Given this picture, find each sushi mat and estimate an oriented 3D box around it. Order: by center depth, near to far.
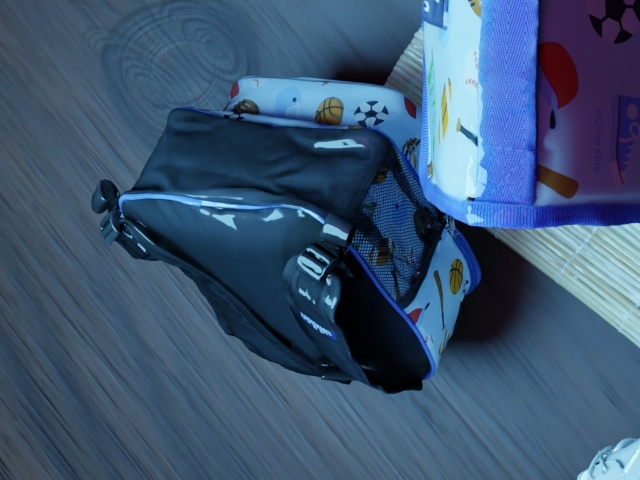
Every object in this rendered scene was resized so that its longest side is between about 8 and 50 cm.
[{"bbox_3d":[0.185,-0.059,1.639,0.316,0.019,0.151,38,114,15],"label":"sushi mat"}]

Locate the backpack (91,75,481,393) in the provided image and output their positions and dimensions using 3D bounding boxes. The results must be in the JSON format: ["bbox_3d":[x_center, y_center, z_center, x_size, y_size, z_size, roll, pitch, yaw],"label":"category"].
[{"bbox_3d":[0.000,0.000,1.621,0.276,0.213,0.263,13,147,40],"label":"backpack"}]

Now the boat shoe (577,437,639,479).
[{"bbox_3d":[0.245,0.207,1.627,0.075,0.083,0.226,27,112,19],"label":"boat shoe"}]

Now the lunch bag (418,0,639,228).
[{"bbox_3d":[0.190,-0.183,1.393,0.238,0.385,0.328,6,100,25],"label":"lunch bag"}]
